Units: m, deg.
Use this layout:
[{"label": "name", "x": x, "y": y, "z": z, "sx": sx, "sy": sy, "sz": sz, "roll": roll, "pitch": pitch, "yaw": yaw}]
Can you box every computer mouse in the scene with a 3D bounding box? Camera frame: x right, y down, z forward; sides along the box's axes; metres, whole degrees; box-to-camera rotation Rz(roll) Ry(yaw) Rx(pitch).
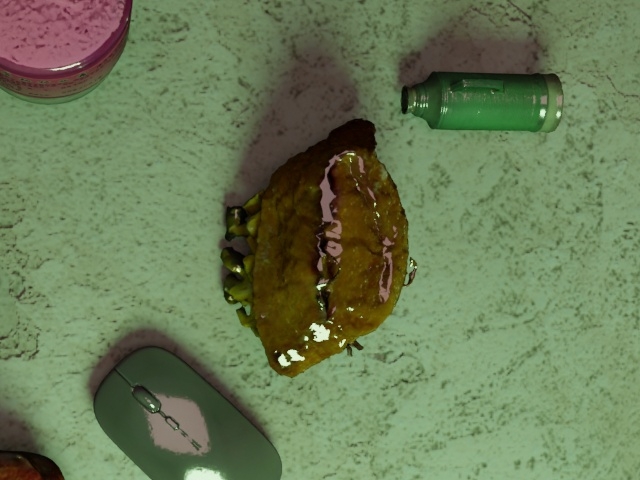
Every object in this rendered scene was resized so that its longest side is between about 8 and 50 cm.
[{"label": "computer mouse", "x": -0.145, "y": 0.221, "z": 1.173, "sx": 0.232, "sy": 0.057, "sz": 0.120, "roll": 46, "pitch": 78, "yaw": -8}]

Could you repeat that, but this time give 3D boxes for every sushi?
[{"label": "sushi", "x": -0.002, "y": 0.003, "z": 1.179, "sx": 0.166, "sy": 0.179, "sz": 0.297, "roll": 1, "pitch": 90, "yaw": -30}]

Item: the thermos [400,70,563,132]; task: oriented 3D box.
[{"label": "thermos", "x": 0.191, "y": -0.164, "z": 1.261, "sx": 0.187, "sy": 0.083, "sz": 0.073, "roll": -1, "pitch": 110, "yaw": -12}]

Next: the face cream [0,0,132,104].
[{"label": "face cream", "x": -0.286, "y": -0.237, "z": 1.094, "sx": 0.175, "sy": 0.195, "sz": 0.175, "roll": 1, "pitch": 85, "yaw": -13}]

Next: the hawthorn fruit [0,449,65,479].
[{"label": "hawthorn fruit", "x": -0.343, "y": 0.314, "z": 1.067, "sx": 0.202, "sy": 0.185, "sz": 0.185, "roll": -38, "pitch": 96, "yaw": 3}]
